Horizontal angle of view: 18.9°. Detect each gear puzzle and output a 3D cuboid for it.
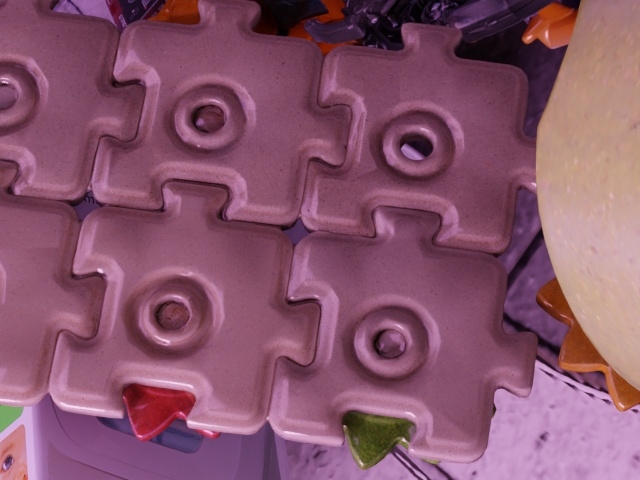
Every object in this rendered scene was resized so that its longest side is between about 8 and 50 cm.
[{"bbox_3d":[0.000,0.000,0.723,0.339,0.044,0.175,7,68,3],"label":"gear puzzle"}]

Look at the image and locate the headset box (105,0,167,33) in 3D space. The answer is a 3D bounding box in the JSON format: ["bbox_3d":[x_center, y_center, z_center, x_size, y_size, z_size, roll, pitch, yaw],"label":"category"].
[{"bbox_3d":[-0.088,-0.146,1.098,0.083,0.032,0.062,-48,37,16],"label":"headset box"}]

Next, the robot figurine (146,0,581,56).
[{"bbox_3d":[0.051,-0.148,0.879,0.291,0.085,0.211,0,54,50],"label":"robot figurine"}]

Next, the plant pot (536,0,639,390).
[{"bbox_3d":[0.197,-0.019,0.515,0.254,0.276,0.276,11,74,63],"label":"plant pot"}]

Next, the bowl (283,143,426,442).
[{"bbox_3d":[0.001,0.018,0.861,0.142,0.053,0.142,-59,37,0],"label":"bowl"}]

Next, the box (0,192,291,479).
[{"bbox_3d":[-0.139,0.080,0.859,0.262,0.126,0.231,-38,51,43],"label":"box"}]
